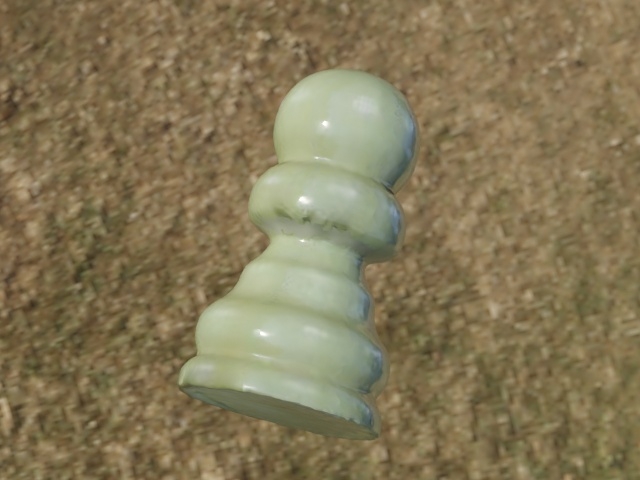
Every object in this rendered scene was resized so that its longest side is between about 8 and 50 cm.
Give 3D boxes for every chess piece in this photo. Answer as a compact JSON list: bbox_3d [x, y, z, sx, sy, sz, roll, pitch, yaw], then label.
[{"bbox_3d":[0.000,0.000,1.090,0.144,0.144,0.251,23,74,-35],"label":"chess piece"}]
